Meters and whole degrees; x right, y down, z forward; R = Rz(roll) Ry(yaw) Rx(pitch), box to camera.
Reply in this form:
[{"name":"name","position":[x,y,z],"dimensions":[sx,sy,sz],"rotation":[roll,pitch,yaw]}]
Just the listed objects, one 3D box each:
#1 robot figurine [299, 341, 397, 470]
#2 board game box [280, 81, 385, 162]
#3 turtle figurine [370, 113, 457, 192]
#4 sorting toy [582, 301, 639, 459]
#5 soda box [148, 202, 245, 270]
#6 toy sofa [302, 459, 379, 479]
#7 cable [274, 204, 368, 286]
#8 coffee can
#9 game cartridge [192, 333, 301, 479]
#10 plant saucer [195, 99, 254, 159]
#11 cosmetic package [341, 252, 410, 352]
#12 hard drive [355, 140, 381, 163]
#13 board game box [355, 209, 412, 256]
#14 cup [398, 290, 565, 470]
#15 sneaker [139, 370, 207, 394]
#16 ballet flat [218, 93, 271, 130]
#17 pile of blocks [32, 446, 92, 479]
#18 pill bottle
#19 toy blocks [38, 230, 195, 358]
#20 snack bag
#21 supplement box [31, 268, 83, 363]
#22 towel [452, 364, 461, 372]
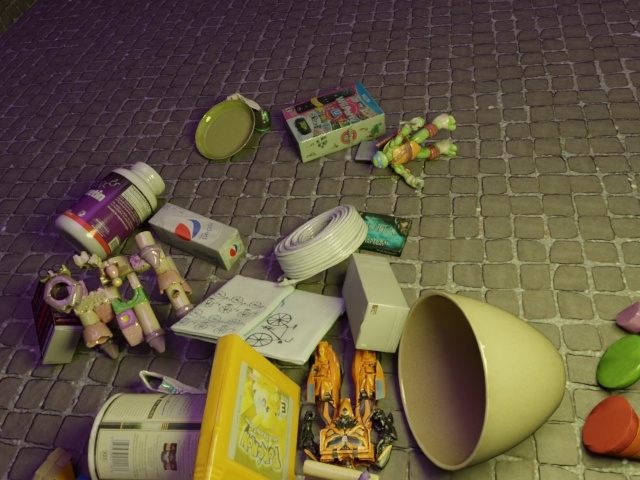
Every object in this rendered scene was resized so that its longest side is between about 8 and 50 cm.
[{"name":"robot figurine","position":[0.055,0.361,1.139],"dimensions":[0.211,0.085,0.291],"rotation":[-7,49,8]},{"name":"board game box","position":[0.041,-0.411,1.803],"dimensions":[0.303,0.097,0.224],"rotation":[-20,49,-6]},{"name":"turtle figurine","position":[0.307,-0.264,1.550],"dimensions":[0.266,0.275,0.198],"rotation":[-27,93,-21]},{"name":"sorting toy","position":[0.657,0.299,1.071],"dimensions":[0.126,0.127,0.365],"rotation":[34,57,1]},{"name":"soda box","position":[-0.367,-0.015,1.550],"dimensions":[0.286,0.098,0.091],"rotation":[21,57,26]},{"name":"toy sofa","position":[-0.002,0.581,0.901],"dimensions":[0.150,0.177,0.362],"rotation":[6,52,16]},{"name":"cable","position":[0.000,0.000,1.392],"dimensions":[0.257,0.089,0.257],"rotation":[-21,20,33]},{"name":"coffee can","position":[-0.301,0.420,1.089],"dimensions":[0.275,0.201,0.201],"rotation":[-3,49,11]},{"name":"game cartridge","position":[-0.129,0.390,1.024],"dimensions":[0.053,0.285,0.323],"rotation":[-18,46,21]},{"name":"plant saucer","position":[-0.333,-0.389,1.861],"dimensions":[0.241,0.037,0.241],"rotation":[-8,67,20]},{"name":"cosmetic package","position":[0.122,0.139,1.226],"dimensions":[0.107,0.127,0.238],"rotation":[7,27,-13]},{"name":"hard drive","position":[0.190,-0.287,1.709],"dimensions":[0.135,0.022,0.094],"rotation":[7,51,17]},{"name":"board game box","position":[0.155,-0.024,1.488],"dimensions":[0.186,0.026,0.126],"rotation":[11,54,21]},{"name":"cup","position":[0.332,0.267,1.041],"dimensions":[0.237,0.331,0.331],"rotation":[2,46,-18]},{"name":"sneaker","position":[-0.339,0.360,1.221],"dimensions":[0.212,0.094,0.080],"rotation":[13,52,22]},{"name":"ballet flat","position":[-0.293,-0.490,1.942],"dimensions":[0.280,0.096,0.095],"rotation":[22,42,27]},{"name":"pile of blocks","position":[-0.511,0.601,1.064],"dimensions":[0.112,0.149,0.362],"rotation":[-61,40,16]},{"name":"pill bottle","position":[-0.642,-0.098,1.626],"dimensions":[0.181,0.181,0.323],"rotation":[21,57,27]},{"name":"toy blocks","position":[-0.462,0.172,1.289],"dimensions":[0.288,0.309,0.260],"rotation":[-26,75,-13]},{"name":"snack bag","position":[-0.130,0.179,1.269],"dimensions":[0.342,0.037,0.323],"rotation":[10,22,20]},{"name":"supplement box","position":[-0.715,0.201,1.413],"dimensions":[0.073,0.130,0.239],"rotation":[8,33,-42]},{"name":"towel","position":[0.294,0.237,1.232],"dimensions":[0.110,0.027,0.148],"rotation":[10,53,19]}]
